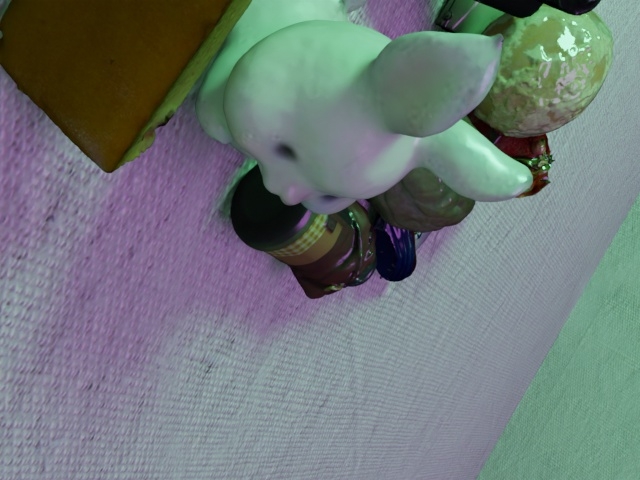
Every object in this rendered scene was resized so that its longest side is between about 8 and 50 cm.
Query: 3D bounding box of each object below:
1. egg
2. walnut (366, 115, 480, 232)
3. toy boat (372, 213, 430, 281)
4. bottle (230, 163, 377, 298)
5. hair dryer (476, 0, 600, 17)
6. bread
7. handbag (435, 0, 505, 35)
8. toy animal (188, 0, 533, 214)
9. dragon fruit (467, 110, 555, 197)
[{"bbox_3d":[0.336,-0.269,0.813,0.245,0.203,0.203,-35,137,-18],"label":"egg"},{"bbox_3d":[0.149,-0.117,0.791,0.224,0.224,0.224,-28,132,-35],"label":"walnut"},{"bbox_3d":[0.190,-0.032,1.019,0.318,0.072,0.219,-22,127,-51],"label":"toy boat"},{"bbox_3d":[0.000,0.000,0.743,0.156,0.143,0.271,-57,144,-4],"label":"bottle"},{"bbox_3d":[0.196,-0.333,0.605,0.244,0.302,0.116,11,122,-15],"label":"hair dryer"},{"bbox_3d":[-0.105,-0.232,0.393,0.361,0.138,0.077,-48,-177,18],"label":"bread"},{"bbox_3d":[0.296,-0.399,0.893,0.241,0.109,0.315,6,122,-49],"label":"handbag"},{"bbox_3d":[0.018,-0.150,0.496,0.241,0.367,0.196,-50,140,5],"label":"toy animal"},{"bbox_3d":[0.362,-0.154,1.006,0.269,0.200,0.198,23,100,-54],"label":"dragon fruit"}]
